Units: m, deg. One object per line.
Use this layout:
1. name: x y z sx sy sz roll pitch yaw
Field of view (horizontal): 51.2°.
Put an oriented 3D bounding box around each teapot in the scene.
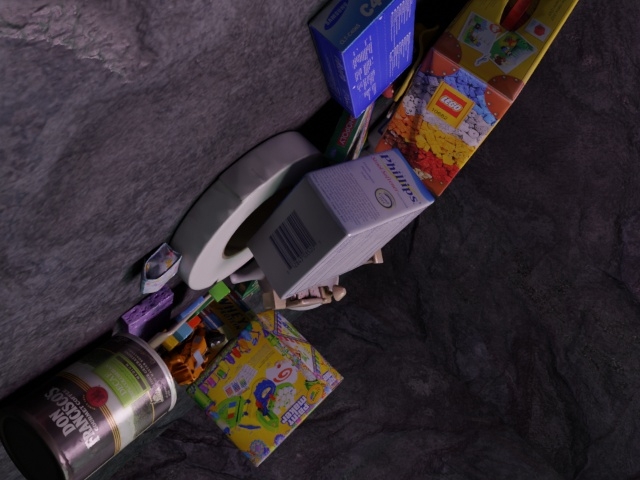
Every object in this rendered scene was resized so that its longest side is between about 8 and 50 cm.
1. teapot: -0.084 0.098 1.869 0.187 0.256 0.252 -37 -169 34

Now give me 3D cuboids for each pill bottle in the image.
1. pill bottle: 0.226 -0.282 1.816 0.272 0.152 0.152 -47 171 9

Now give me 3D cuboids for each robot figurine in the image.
1. robot figurine: -0.343 0.280 1.612 0.211 0.085 0.291 -24 -168 7

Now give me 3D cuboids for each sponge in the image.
1. sponge: -0.382 0.177 1.476 0.117 0.031 0.210 -40 170 -28

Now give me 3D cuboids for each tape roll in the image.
1. tape roll: -0.148 -0.058 1.375 0.392 0.072 0.392 -44 170 -10

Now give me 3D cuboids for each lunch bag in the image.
1. lunch bag: -0.303 0.055 1.236 0.083 0.053 0.071 -52 177 -31

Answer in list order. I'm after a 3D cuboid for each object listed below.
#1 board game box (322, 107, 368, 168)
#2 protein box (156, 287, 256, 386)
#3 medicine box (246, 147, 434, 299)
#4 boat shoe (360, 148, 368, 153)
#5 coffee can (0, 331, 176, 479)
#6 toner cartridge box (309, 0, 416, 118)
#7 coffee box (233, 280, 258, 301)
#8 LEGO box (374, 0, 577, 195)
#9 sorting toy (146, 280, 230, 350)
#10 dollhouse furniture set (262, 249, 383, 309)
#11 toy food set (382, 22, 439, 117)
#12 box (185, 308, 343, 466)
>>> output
1. board game box: 0.060 -0.211 1.488 0.317 0.046 0.213 96 18 -76
2. protein box: -0.308 0.267 1.866 0.201 0.136 0.200 -50 170 24
3. medicine box: 0.041 -0.037 1.386 0.289 0.149 0.263 -22 163 -44
4. boat shoe: 0.190 -0.245 1.988 0.302 0.109 0.098 -35 173 -25
5. coffee can: -0.453 0.335 1.314 0.275 0.201 0.201 -37 167 -46
6. toner cartridge box: 0.082 -0.340 1.165 0.165 0.075 0.348 -47 171 0
7. coffee box: -0.197 0.113 1.991 0.113 0.040 0.184 -37 167 -40
8. LEGO box: 0.370 -0.404 1.531 0.500 0.193 0.372 -53 176 -29
9. sorting toy: -0.310 0.193 1.522 0.196 0.047 0.348 -41 -177 -39
10. dollhouse furniture set: 0.000 0.000 1.633 0.174 0.303 0.356 -13 173 25
11. toy food set: 0.166 -0.368 1.404 0.217 0.071 0.128 -60 -179 36
12. box: -0.147 0.387 1.796 0.290 0.279 0.177 -46 170 8
